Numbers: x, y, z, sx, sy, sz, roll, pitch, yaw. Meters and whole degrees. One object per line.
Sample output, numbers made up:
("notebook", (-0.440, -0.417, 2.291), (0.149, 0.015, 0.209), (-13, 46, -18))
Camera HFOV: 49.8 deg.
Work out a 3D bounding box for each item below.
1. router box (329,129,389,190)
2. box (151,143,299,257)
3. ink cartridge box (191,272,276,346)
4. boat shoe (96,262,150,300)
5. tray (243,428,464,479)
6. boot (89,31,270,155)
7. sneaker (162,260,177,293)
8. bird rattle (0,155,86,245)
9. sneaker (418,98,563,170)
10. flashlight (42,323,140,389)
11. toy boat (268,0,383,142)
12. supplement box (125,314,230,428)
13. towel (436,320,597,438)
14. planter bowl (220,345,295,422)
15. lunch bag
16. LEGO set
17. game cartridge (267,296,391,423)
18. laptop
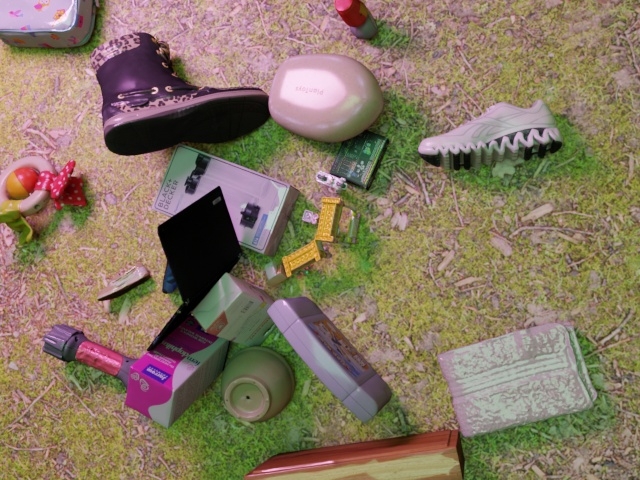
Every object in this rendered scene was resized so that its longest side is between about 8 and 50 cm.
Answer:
("router box", (0.086, -0.183, 1.516), (0.092, 0.038, 0.123), (24, 91, 15))
("box", (-0.214, -0.090, 1.550), (0.289, 0.087, 0.169), (23, 90, 14))
("ink cartridge box", (-0.167, 0.155, 1.475), (0.115, 0.198, 0.067), (-48, 57, 5))
("boat shoe", (-0.464, 0.097, 1.611), (0.135, 0.050, 0.045), (-27, 76, -1))
("tray", (0.075, 0.452, 1.375), (0.410, 0.203, 0.076), (-12, 81, 11))
("boot", (-0.324, -0.347, 1.557), (0.377, 0.138, 0.284), (-17, 57, -16))
("sneaker", (-0.302, 0.049, 1.537), (0.082, 0.069, 0.209), (13, 128, -17))
("bird rattle", (-0.696, -0.124, 1.647), (0.253, 0.143, 0.207), (-43, 61, 3))
("sneaker", (0.346, -0.220, 1.436), (0.291, 0.110, 0.118), (-8, 75, 4))
("flashlight", (-0.484, 0.277, 1.563), (0.303, 0.103, 0.103), (21, 125, 9))
("toy boat", (0.040, -0.365, 1.492), (0.267, 0.148, 0.318), (20, 92, 26))
("supplement box", (-0.297, 0.271, 1.454), (0.111, 0.220, 0.114), (24, 123, 13))
("towel", (0.397, 0.282, 1.398), (0.282, 0.049, 0.187), (-18, 80, 11))
("planter bowl", (-0.143, 0.319, 1.465), (0.162, 0.109, 0.162), (2, 101, 9))
("lunch bag", (-0.681, -0.594, 1.692), (0.279, 0.108, 0.224), (3, 82, 12))
("LEGO set", (0.000, 0.000, 1.505), (0.132, 0.107, 0.287), (35, 101, 36))
("game cartridge", (0.022, 0.234, 1.410), (0.062, 0.198, 0.297), (-44, 78, 5))
("laptop", (-0.279, 0.057, 1.417), (0.136, 0.234, 0.264), (43, 124, 1))
